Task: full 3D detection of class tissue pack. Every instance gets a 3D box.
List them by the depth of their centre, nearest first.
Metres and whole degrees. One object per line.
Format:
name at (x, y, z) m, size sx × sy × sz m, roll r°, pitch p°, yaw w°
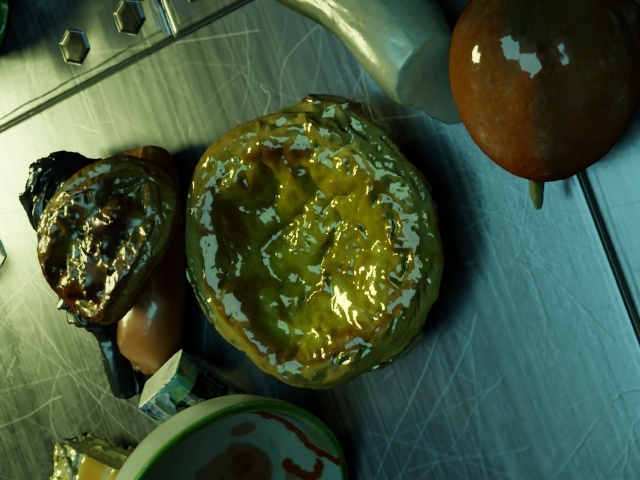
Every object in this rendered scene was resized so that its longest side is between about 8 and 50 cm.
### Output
tissue pack at (-0.160, 0.210, 1.597) m, size 0.111 × 0.079 × 0.085 m, roll 37°, pitch 120°, yaw -18°

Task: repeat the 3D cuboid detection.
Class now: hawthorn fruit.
hawthorn fruit at (0.232, -0.148, 1.296) m, size 0.199 × 0.199 × 0.251 m, roll 12°, pitch 120°, yaw 27°

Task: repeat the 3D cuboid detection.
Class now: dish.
dish at (-0.132, 0.315, 1.524) m, size 0.124 × 0.324 × 0.324 m, roll 34°, pitch 116°, yaw 51°

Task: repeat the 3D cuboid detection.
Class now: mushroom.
mushroom at (0.033, -0.259, 1.409) m, size 0.122 × 0.159 × 0.328 m, roll -39°, pitch 64°, yaw -16°

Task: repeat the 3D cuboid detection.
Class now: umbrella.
umbrella at (-0.302, 0.048, 1.672) m, size 0.118 × 0.118 × 0.340 m, roll -10°, pitch 103°, yaw 30°

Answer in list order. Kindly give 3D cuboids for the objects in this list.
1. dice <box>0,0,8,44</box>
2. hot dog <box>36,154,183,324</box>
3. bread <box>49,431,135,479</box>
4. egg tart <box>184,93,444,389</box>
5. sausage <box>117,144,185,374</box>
dice at (-0.502, -0.307, 1.698) m, size 0.120 × 0.128 × 0.131 m, roll 27°, pitch 111°, yaw 24°
hot dog at (-0.258, 0.003, 1.537) m, size 0.160 × 0.099 × 0.227 m, roll 38°, pitch 119°, yaw 17°
bread at (-0.253, 0.397, 1.686) m, size 0.239 × 0.111 × 0.246 m, roll 16°, pitch 104°, yaw 24°
egg tart at (0.001, 0.004, 1.471) m, size 0.341 × 0.129 × 0.341 m, roll 4°, pitch 99°, yaw 28°
sausage at (-0.215, 0.025, 1.621) m, size 0.089 × 0.083 × 0.300 m, roll 3°, pitch 103°, yaw 16°
